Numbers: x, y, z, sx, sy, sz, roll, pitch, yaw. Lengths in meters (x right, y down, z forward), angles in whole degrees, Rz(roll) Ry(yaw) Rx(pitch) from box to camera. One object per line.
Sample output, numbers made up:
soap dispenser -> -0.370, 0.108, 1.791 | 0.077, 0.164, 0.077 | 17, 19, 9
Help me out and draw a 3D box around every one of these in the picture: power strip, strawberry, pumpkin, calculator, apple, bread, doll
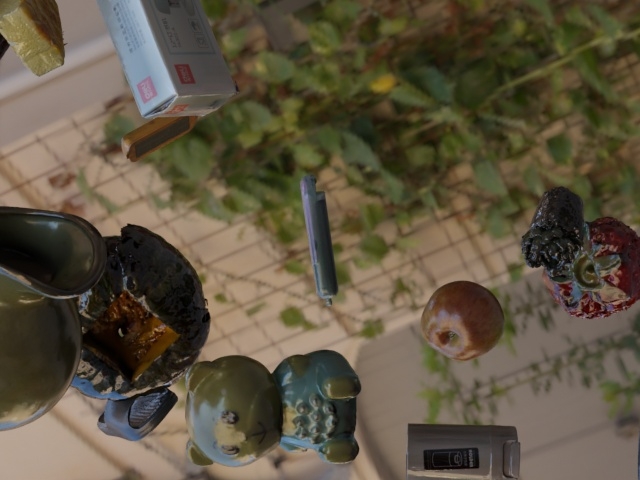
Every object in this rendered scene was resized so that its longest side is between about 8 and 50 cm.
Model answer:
power strip -> -0.270, -0.192, 2.151 | 0.028, 0.178, 0.049 | 41, 148, 28
strawberry -> 0.500, 0.049, 2.191 | 0.201, 0.184, 0.186 | 7, -80, -45
pumpkin -> -0.350, 0.138, 2.211 | 0.320, 0.320, 0.192 | 60, 177, -26
calculator -> 0.000, 0.000, 2.291 | 0.141, 0.045, 0.246 | -98, 0, -85
apple -> 0.218, 0.124, 1.897 | 0.126, 0.126, 0.102 | 62, -145, -19
bread -> -0.474, -0.369, 2.024 | 0.125, 0.068, 0.188 | 58, -171, -40
doll -> -0.081, 0.257, 1.918 | 0.161, 0.261, 0.177 | -129, 36, -62

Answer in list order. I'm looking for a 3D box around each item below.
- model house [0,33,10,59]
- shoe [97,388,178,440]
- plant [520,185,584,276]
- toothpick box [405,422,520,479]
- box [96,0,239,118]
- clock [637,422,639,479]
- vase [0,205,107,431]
model house -> -0.643, -0.297, 1.993 | 0.230, 0.280, 0.249 | 29, 172, 44
shoe -> -0.364, 0.308, 2.324 | 0.093, 0.241, 0.108 | 50, -122, -17
plant -> 0.385, -0.013, 2.041 | 0.094, 0.092, 0.143 | 33, -118, -22
toothpick box -> 0.231, 0.354, 2.034 | 0.111, 0.181, 0.111 | 2, -90, -87
box -> -0.225, -0.302, 1.737 | 0.135, 0.079, 0.269 | -12, -103, -53
clock -> 0.623, 0.376, 2.098 | 0.386, 0.076, 0.386 | 5, -96, -59
vase -> -0.456, 0.066, 1.650 | 0.329, 0.302, 0.241 | 37, -143, 21
